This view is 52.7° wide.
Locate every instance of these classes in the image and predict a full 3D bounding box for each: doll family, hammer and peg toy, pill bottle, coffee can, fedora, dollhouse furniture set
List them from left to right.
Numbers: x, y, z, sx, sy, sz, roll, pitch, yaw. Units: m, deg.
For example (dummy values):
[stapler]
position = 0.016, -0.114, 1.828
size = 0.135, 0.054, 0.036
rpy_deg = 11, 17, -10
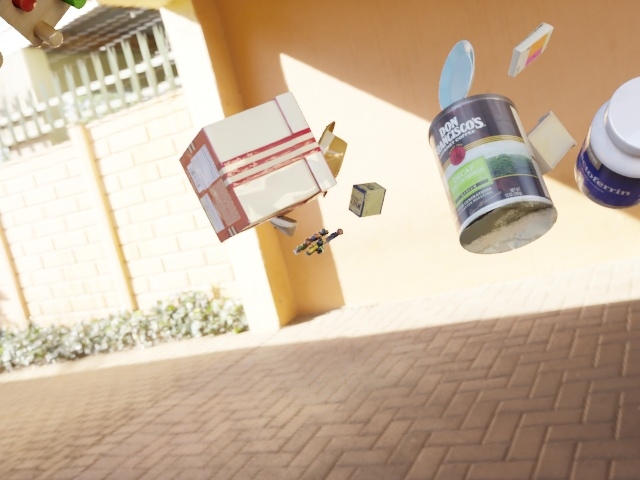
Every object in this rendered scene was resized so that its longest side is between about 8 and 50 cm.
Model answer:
[hammer and peg toy]
position = -0.592, -0.501, 1.276
size = 0.361, 0.127, 0.266
rpy_deg = -55, -12, -6
[doll family]
position = 0.000, 0.000, 2.224
size = 0.193, 0.076, 0.111
rpy_deg = -41, 0, -36
[fedora]
position = 0.022, -0.216, 1.697
size = 0.079, 0.195, 0.194
rpy_deg = 25, 14, 3
[coffee can]
position = 0.355, -0.138, 1.357
size = 0.201, 0.276, 0.202
rpy_deg = -8, -31, -5
[dollhouse furniture set]
position = 0.498, -0.197, 1.644
size = 0.161, 0.212, 0.242
rpy_deg = -40, 2, -39
[pill bottle]
position = 0.530, -0.161, 1.098
size = 0.153, 0.153, 0.265
rpy_deg = -13, -18, 9

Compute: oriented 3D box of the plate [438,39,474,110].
[plate]
position = 0.355, -0.417, 1.659
size = 0.024, 0.188, 0.188
rpy_deg = 7, 3, -16

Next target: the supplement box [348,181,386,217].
[supplement box]
position = 0.133, -0.117, 1.841
size = 0.083, 0.083, 0.056
rpy_deg = -10, 33, -35

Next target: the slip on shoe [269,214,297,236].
[slip on shoe]
position = -0.116, -0.051, 1.715
size = 0.135, 0.041, 0.051
rpy_deg = 24, 24, 32

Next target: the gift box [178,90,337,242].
[gift box]
position = -0.142, -0.165, 1.433
size = 0.258, 0.255, 0.276
rpy_deg = -27, 6, -26

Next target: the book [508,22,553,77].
[book]
position = 0.594, -0.538, 1.832
size = 0.144, 0.035, 0.096
rpy_deg = -41, -27, -21
